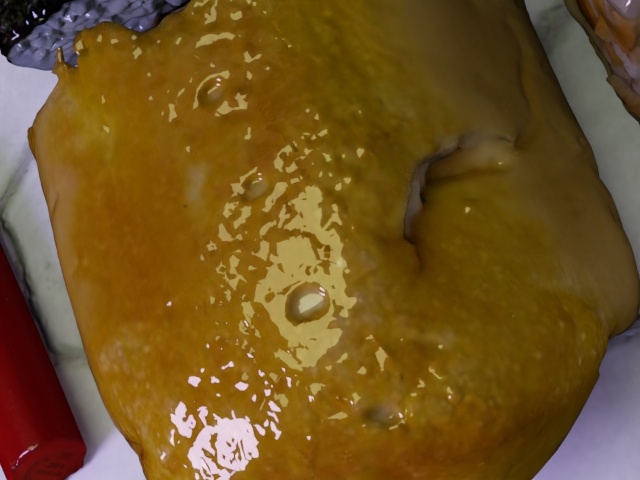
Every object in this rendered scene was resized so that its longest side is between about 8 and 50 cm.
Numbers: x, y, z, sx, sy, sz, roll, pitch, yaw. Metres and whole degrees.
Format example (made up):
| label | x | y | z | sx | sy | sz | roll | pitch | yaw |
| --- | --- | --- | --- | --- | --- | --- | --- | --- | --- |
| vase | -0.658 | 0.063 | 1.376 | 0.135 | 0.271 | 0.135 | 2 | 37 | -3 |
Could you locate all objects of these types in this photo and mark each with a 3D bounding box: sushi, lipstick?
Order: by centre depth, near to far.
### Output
| label | x | y | z | sx | sy | sz | roll | pitch | yaw |
| --- | --- | --- | --- | --- | --- | --- | --- | --- | --- |
| sushi | -0.165 | -0.225 | 1.099 | 0.225 | 0.124 | 0.127 | -25 | 78 | 29 |
| lipstick | -0.262 | 0.066 | 1.137 | 0.073 | 0.073 | 0.279 | -37 | 59 | 11 |

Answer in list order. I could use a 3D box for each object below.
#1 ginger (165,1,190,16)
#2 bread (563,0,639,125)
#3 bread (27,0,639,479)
| label | x | y | z | sx | sy | sz | roll | pitch | yaw |
| --- | --- | --- | --- | --- | --- | --- | --- | --- | --- |
| ginger | -0.093 | -0.220 | 1.163 | 0.259 | 0.065 | 0.149 | 26 | 97 | 27 |
| bread | 0.215 | -0.313 | 0.825 | 0.279 | 0.371 | 0.390 | -25 | 63 | 6 |
| bread | 0.000 | 0.000 | 0.913 | 0.361 | 0.250 | 0.394 | -28 | 62 | 18 |
